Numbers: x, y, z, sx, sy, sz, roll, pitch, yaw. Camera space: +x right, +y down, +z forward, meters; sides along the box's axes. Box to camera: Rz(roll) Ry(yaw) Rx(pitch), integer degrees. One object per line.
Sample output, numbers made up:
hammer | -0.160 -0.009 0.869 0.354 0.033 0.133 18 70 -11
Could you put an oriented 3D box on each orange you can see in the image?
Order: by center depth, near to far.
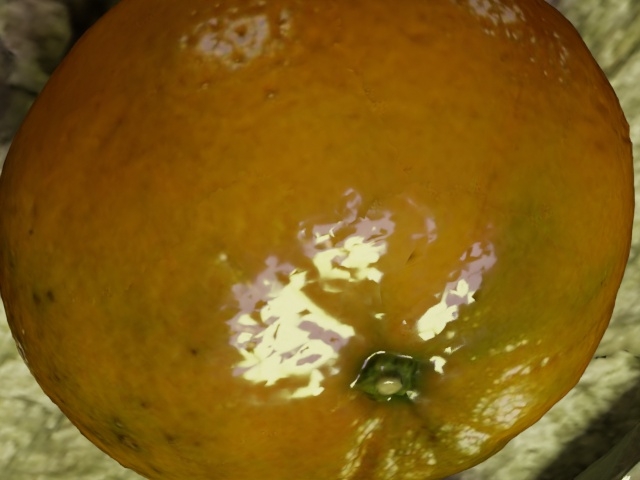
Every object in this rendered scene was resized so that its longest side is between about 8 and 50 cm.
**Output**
orange | 0.000 0.000 0.673 0.240 0.171 0.240 -7 132 -8

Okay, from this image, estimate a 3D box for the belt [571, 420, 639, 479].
belt | 0.164 0.112 0.877 0.053 0.071 0.232 33 119 -18
